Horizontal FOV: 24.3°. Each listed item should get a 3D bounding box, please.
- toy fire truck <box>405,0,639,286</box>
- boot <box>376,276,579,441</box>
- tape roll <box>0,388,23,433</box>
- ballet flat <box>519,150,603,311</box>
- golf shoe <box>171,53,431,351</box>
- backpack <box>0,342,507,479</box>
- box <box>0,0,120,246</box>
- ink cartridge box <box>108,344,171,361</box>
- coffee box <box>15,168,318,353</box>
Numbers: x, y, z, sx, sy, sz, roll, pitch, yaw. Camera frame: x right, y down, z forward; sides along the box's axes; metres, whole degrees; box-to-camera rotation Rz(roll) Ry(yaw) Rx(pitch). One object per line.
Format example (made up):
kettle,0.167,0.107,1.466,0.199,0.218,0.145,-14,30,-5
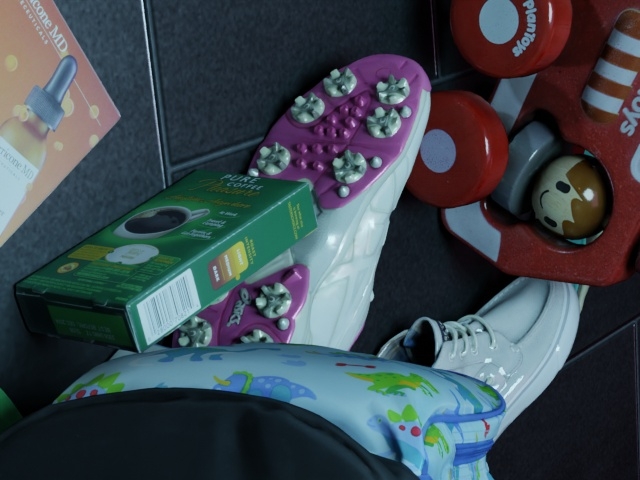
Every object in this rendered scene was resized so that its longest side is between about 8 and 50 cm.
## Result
toy fire truck,0.223,-0.093,1.230,0.169,0.254,0.302,-11,131,-49
boot,0.128,0.101,1.297,0.258,0.095,0.123,-53,133,-20
tape roll,-0.266,0.204,0.800,0.321,0.077,0.321,22,64,-55
ballet flat,0.246,-0.013,1.451,0.086,0.086,0.248,43,66,-45
golf shoe,0.000,0.000,1.139,0.306,0.115,0.140,-59,147,-15
backpack,-0.013,0.169,0.890,0.355,0.290,0.273,43,52,-57
box,-0.222,-0.069,0.859,0.170,0.091,0.130,-52,132,-30
ink cartridge box,-0.104,0.200,1.060,0.134,0.078,0.231,-50,132,-32
coffee box,-0.100,0.010,1.004,0.184,0.113,0.040,-37,123,-42
